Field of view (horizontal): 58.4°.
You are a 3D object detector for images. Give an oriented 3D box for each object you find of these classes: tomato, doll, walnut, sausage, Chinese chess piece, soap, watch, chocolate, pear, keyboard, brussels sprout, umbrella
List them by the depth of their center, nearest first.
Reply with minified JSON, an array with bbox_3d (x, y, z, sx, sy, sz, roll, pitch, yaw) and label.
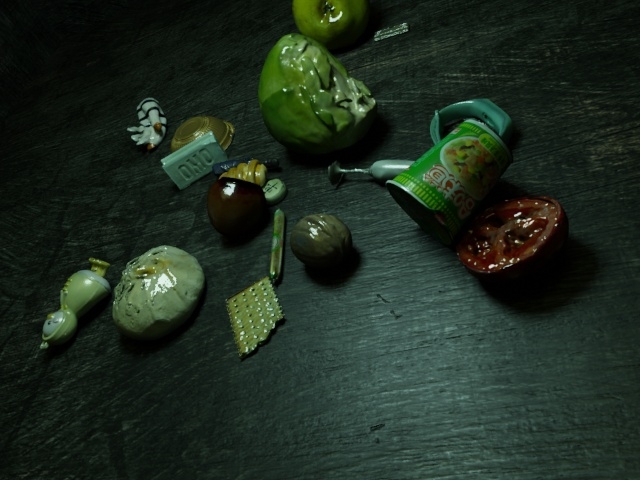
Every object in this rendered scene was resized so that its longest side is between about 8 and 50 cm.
[{"bbox_3d":[0.402,0.008,1.182,0.228,0.101,0.228,-29,31,19],"label":"tomato"},{"bbox_3d":[0.000,0.001,1.399,0.140,0.140,0.162,-45,53,-15],"label":"walnut"},{"bbox_3d":[0.386,-0.281,1.492,0.195,0.068,0.237,-32,46,4],"label":"watch"},{"bbox_3d":[-0.114,0.009,1.531,0.032,0.033,0.269,-16,44,17],"label":"sausage"},{"bbox_3d":[-0.241,-0.092,1.624,0.176,0.177,0.177,-16,44,17],"label":"chocolate"},{"bbox_3d":[-0.715,0.184,1.659,0.141,0.117,0.296,7,54,44],"label":"doll"},{"bbox_3d":[-0.141,-0.144,1.692,0.084,0.034,0.084,-17,44,18],"label":"Chinese chess piece"},{"bbox_3d":[-0.020,-0.414,1.692,0.371,0.315,0.276,42,45,13],"label":"brussels sprout"},{"bbox_3d":[-0.234,-0.229,1.816,0.248,0.071,0.071,-2,50,24],"label":"umbrella"},{"bbox_3d":[-0.416,-0.265,1.912,0.198,0.115,0.063,-30,42,4],"label":"soap"},{"bbox_3d":[0.253,-0.742,2.042,0.129,0.015,0.049,-10,52,23],"label":"keyboard"},{"bbox_3d":[0.041,-0.860,2.102,0.287,0.287,0.375,-17,30,16],"label":"pear"}]

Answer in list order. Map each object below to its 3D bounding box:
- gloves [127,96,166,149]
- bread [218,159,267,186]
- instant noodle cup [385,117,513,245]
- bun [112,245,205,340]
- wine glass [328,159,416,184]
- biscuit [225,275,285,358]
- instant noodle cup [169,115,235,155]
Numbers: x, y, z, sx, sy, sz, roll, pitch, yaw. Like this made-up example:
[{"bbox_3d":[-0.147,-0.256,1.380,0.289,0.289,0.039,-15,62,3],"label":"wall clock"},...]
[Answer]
[{"bbox_3d":[-0.665,-0.444,2.240,0.140,0.131,0.219,-18,74,13],"label":"gloves"},{"bbox_3d":[-0.241,-0.181,1.736,0.177,0.084,0.119,-24,36,26],"label":"bread"},{"bbox_3d":[0.299,-0.138,1.276,0.232,0.207,0.207,-44,43,-2],"label":"instant noodle cup"},{"bbox_3d":[-0.450,0.127,1.536,0.287,0.146,0.287,-16,47,17],"label":"bun"},{"bbox_3d":[0.150,-0.184,1.537,0.262,0.074,0.074,3,53,32],"label":"wine glass"},{"bbox_3d":[-0.160,0.181,1.408,0.144,0.016,0.203,-31,41,2],"label":"biscuit"},{"bbox_3d":[-0.443,-0.369,2.044,0.273,0.091,0.274,-17,43,16],"label":"instant noodle cup"}]
